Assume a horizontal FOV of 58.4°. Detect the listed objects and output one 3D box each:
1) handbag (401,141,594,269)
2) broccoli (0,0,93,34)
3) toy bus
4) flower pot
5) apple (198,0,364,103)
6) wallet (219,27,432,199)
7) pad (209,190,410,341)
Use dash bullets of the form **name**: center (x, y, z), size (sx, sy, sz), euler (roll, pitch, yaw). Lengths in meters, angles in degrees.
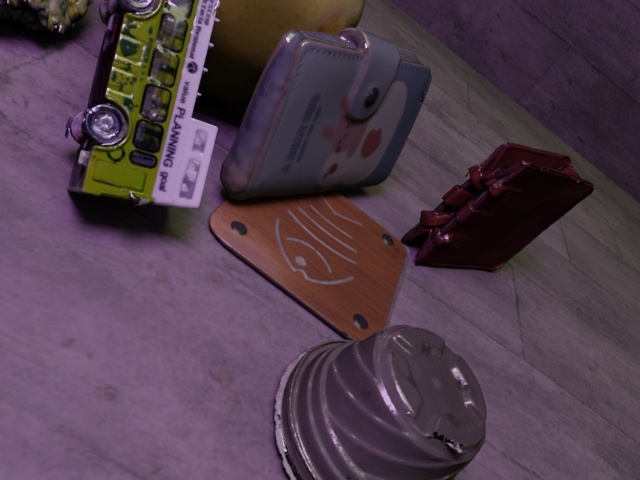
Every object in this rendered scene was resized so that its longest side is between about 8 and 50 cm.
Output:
- **handbag**: center (0.310, -0.050, 0.992), size (0.275, 0.260, 0.084), euler (2, 52, -42)
- **broccoli**: center (-0.407, -0.409, 0.722), size (0.180, 0.273, 0.242), euler (9, 31, 12)
- **toy bus**: center (-0.181, -0.184, 0.632), size (0.139, 0.302, 0.113), euler (14, -2, -33)
- **flower pot**: center (0.080, 0.182, 0.607), size (0.235, 0.140, 0.236), euler (25, 39, -22)
- **apple**: center (-0.120, -0.373, 0.852), size (0.357, 0.357, 0.357), euler (26, 36, -21)
- **wallet**: center (0.025, -0.181, 0.841), size (0.083, 0.252, 0.360), euler (38, 29, 27)
- **pad**: center (0.000, 0.000, 0.844), size (0.286, 0.018, 0.284), euler (37, 34, -5)
